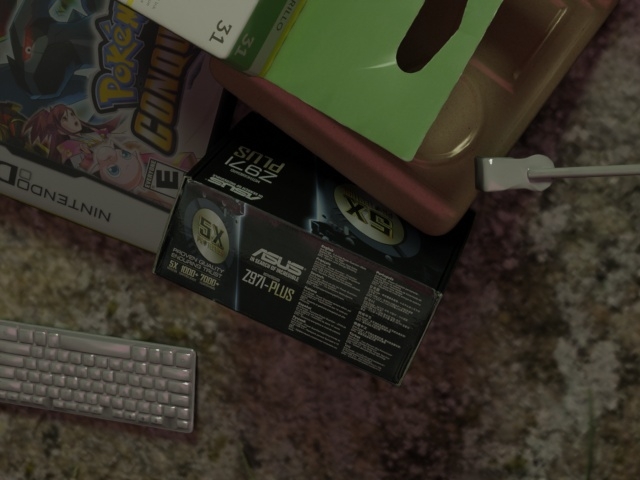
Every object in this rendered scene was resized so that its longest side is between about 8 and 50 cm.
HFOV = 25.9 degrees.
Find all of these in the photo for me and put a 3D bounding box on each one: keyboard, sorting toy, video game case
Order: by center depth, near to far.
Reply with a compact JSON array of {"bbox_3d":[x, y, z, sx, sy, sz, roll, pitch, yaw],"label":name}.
[{"bbox_3d":[0.061,-0.137,0.899,0.193,0.038,0.208,36,94,-1],"label":"sorting toy"},{"bbox_3d":[-0.175,-0.145,0.987,0.248,0.035,0.275,21,116,6],"label":"video game case"},{"bbox_3d":[-0.222,0.102,1.114,0.256,0.014,0.072,8,114,12],"label":"keyboard"}]

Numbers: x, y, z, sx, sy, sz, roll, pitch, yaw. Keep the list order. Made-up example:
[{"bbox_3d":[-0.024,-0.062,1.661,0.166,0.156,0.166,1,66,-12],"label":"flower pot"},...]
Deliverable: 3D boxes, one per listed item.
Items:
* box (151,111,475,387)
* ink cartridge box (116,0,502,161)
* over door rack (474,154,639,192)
[{"bbox_3d":[0.000,0.000,0.937,0.180,0.147,0.077,25,116,5],"label":"box"},{"bbox_3d":[-0.006,-0.174,0.834,0.235,0.056,0.171,33,97,30],"label":"ink cartridge box"},{"bbox_3d":[0.237,-0.146,0.796,0.324,0.108,0.239,-1,93,13],"label":"over door rack"}]
